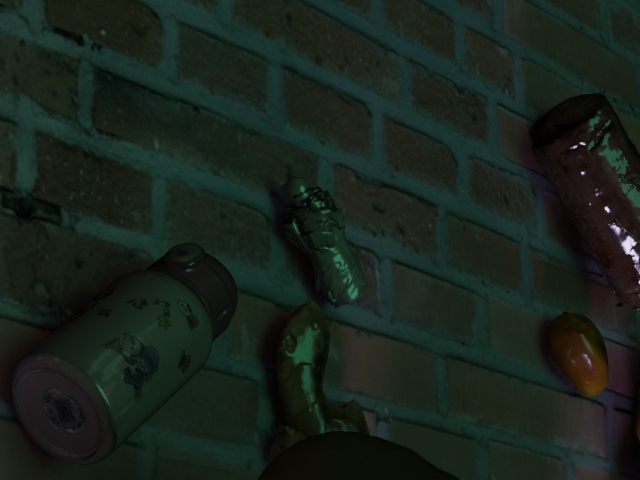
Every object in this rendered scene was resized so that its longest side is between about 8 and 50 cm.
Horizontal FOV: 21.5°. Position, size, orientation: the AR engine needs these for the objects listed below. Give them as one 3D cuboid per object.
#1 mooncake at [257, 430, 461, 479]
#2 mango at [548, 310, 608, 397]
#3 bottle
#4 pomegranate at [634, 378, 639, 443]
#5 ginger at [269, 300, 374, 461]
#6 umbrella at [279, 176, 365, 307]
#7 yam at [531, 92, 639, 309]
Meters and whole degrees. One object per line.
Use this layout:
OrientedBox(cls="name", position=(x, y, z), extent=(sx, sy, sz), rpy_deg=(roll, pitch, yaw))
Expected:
OrientedBox(cls="mooncake", position=(0.036, 0.394, 1.339), extent=(0.467, 0.262, 0.467), rpy_deg=(-21, 122, -37))
OrientedBox(cls="mango", position=(0.319, 0.140, 2.060), extent=(0.114, 0.060, 0.080), rpy_deg=(61, 24, -13))
OrientedBox(cls="bottle", position=(-0.157, 0.088, 1.448), extent=(0.233, 0.110, 0.110), rpy_deg=(-44, 112, -48))
OrientedBox(cls="pomegranate", position=(0.519, 0.225, 2.137), extent=(0.260, 0.260, 0.260), rpy_deg=(21, 62, -46))
OrientedBox(cls="ginger", position=(0.004, 0.170, 1.665), extent=(0.133, 0.059, 0.214), rpy_deg=(13, 66, -40))
OrientedBox(cls="umbrella", position=(0.000, 0.000, 1.720), extent=(0.067, 0.062, 0.143), rpy_deg=(-32, 106, -19))
OrientedBox(cls="yam", position=(0.374, -0.044, 2.138), extent=(0.280, 0.131, 0.131), rpy_deg=(57, 41, -15))
